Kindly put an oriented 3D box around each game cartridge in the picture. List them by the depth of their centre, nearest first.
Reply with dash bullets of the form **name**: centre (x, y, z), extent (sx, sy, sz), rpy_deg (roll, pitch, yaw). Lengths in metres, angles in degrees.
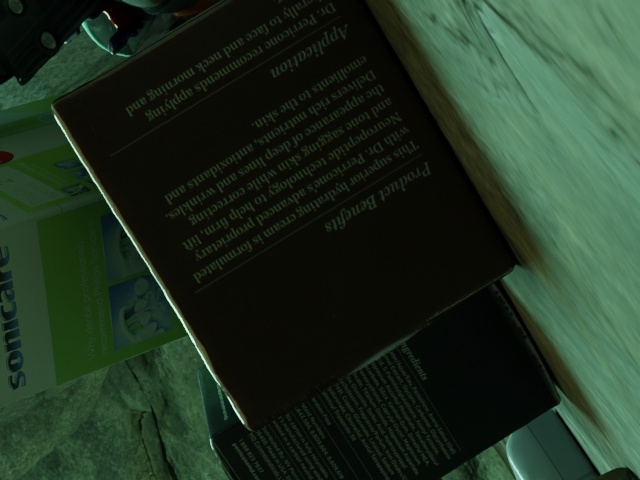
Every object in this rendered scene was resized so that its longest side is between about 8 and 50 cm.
- **game cartridge**: centre (0.229, 0.268, 1.139), extent (0.294, 0.060, 0.196), rpy_deg (59, 176, 24)

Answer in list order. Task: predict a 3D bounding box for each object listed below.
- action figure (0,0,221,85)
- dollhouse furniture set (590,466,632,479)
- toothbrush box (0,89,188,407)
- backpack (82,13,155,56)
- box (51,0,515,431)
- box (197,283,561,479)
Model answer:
- **action figure**: centre (-0.162, -0.222, 1.044), extent (0.178, 0.341, 0.330), rpy_deg (-2, 139, 41)
- **dollhouse furniture set**: centre (0.188, 0.240, 0.806), extent (0.212, 0.161, 0.242), rpy_deg (59, -158, 1)
- **toothbrush box**: centre (-0.167, -0.011, 1.064), extent (0.206, 0.283, 0.122), rpy_deg (23, 125, 46)
- **backpack**: centre (-0.161, -0.263, 1.377), extent (0.188, 0.166, 0.144), rpy_deg (63, 178, -43)
- **box**: centre (-0.024, -0.034, 0.885), extent (0.203, 0.168, 0.167), rpy_deg (59, 179, -7)
- **box**: centre (0.033, 0.096, 1.053), extent (0.108, 0.207, 0.153), rpy_deg (59, -179, -15)
